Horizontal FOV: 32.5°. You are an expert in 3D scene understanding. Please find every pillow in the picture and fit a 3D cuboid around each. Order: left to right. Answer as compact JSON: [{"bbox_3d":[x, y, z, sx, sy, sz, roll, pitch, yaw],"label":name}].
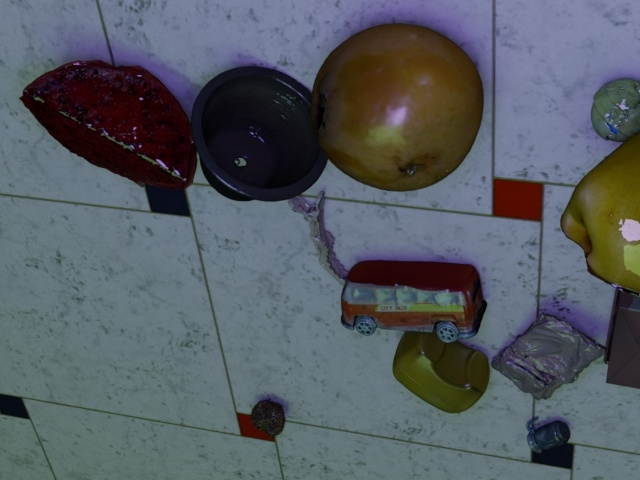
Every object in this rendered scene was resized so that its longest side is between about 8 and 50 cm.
[{"bbox_3d":[0.412,0.221,2.023,0.135,0.049,0.248,36,144,2],"label":"pillow"}]

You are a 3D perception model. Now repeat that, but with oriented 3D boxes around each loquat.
[{"bbox_3d":[0.117,-0.200,1.656,0.263,0.263,0.263,11,134,12],"label":"loquat"}]

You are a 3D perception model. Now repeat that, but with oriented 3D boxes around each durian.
[{"bbox_3d":[-0.114,0.391,2.393,0.080,0.080,0.091,3,111,19],"label":"durian"}]

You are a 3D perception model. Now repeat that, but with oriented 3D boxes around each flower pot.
[{"bbox_3d":[-0.114,-0.153,1.821,0.235,0.235,0.148,31,155,-8],"label":"flower pot"}]

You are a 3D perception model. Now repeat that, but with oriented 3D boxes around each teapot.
[{"bbox_3d":[0.449,0.386,2.184,0.063,0.049,0.083,43,132,-18],"label":"teapot"}]

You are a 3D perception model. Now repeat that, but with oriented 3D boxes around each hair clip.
[{"bbox_3d":[0.000,0.000,2.020,0.072,0.034,0.226,3,133,24],"label":"hair clip"}]

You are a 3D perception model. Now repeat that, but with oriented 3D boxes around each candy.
[{"bbox_3d":[0.514,-0.262,1.556,0.335,0.092,0.093,-46,67,36],"label":"candy"}]

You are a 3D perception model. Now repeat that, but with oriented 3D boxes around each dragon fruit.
[{"bbox_3d":[-0.343,-0.207,1.904,0.317,0.152,0.205,28,162,-6],"label":"dragon fruit"}]

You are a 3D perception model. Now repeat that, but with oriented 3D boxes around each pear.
[{"bbox_3d":[0.548,-0.066,1.534,0.387,0.340,0.191,-4,128,-19],"label":"pear"}]

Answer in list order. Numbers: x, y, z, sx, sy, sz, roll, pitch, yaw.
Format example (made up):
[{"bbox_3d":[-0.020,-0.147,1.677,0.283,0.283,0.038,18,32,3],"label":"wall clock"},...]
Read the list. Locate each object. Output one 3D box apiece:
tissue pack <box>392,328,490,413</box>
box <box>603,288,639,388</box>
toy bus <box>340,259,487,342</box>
[{"bbox_3d":[0.224,0.247,2.093,0.178,0.123,0.127,34,130,-11],"label":"tissue pack"},{"bbox_3d":[0.608,0.172,1.898,0.215,0.086,0.215,10,134,15],"label":"box"},{"bbox_3d":[0.161,0.102,1.997,0.265,0.121,0.119,2,123,21],"label":"toy bus"}]
